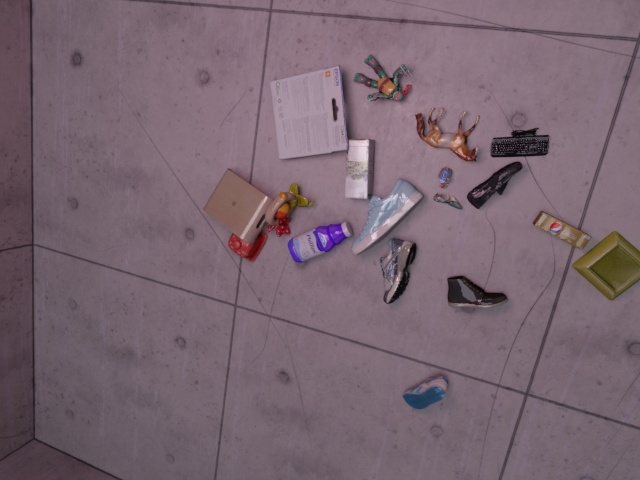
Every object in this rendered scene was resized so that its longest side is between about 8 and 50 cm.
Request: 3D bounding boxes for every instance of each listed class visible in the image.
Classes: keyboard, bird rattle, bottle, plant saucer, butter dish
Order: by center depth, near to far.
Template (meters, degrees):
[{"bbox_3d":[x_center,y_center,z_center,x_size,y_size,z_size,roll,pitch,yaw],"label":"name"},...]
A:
[{"bbox_3d":[1.045,0.096,1.509,0.188,0.045,0.188,44,111,6],"label":"plant saucer"},{"bbox_3d":[0.719,-0.353,1.538,0.192,0.038,0.100,0,100,18],"label":"keyboard"},{"bbox_3d":[-0.168,-0.130,1.809,0.253,0.207,0.143,-45,73,14],"label":"bird rattle"},{"bbox_3d":[0.000,0.000,1.827,0.283,0.092,0.118,-22,92,22],"label":"bottle"},{"bbox_3d":[-0.356,0.008,1.940,0.160,0.118,0.159,36,110,9],"label":"butter dish"}]

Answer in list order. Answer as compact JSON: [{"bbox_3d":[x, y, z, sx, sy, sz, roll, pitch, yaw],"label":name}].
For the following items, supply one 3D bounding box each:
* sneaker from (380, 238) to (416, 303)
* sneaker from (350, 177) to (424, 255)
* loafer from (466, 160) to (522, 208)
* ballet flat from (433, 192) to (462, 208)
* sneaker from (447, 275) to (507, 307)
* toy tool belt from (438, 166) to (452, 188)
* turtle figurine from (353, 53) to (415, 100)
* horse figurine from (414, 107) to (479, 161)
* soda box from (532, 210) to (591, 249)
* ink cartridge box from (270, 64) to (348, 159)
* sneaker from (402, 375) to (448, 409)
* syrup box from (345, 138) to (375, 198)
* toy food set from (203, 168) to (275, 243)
[{"bbox_3d":[0.302,0.123,1.758,0.122,0.110,0.282,24,106,32],"label":"sneaker"},{"bbox_3d":[0.237,-0.099,1.717,0.366,0.135,0.150,-44,77,12],"label":"sneaker"},{"bbox_3d":[0.651,-0.204,1.575,0.223,0.076,0.078,-40,91,26],"label":"loafer"},{"bbox_3d":[0.499,-0.157,1.654,0.115,0.041,0.041,21,107,13],"label":"ballet flat"},{"bbox_3d":[0.607,0.196,1.661,0.222,0.083,0.118,-5,98,21],"label":"sneaker"},{"bbox_3d":[0.477,-0.240,1.637,0.052,0.051,0.083,20,107,15],"label":"toy tool belt"},{"bbox_3d":[0.243,-0.592,1.615,0.175,0.118,0.234,-47,68,6],"label":"turtle figurine"},{"bbox_3d":[0.475,-0.403,1.599,0.264,0.066,0.174,15,99,13],"label":"horse figurine"},{"bbox_3d":[0.868,-0.038,1.535,0.181,0.061,0.058,31,109,11],"label":"soda box"},{"bbox_3d":[-0.039,-0.509,1.734,0.330,0.071,0.323,-1,99,27],"label":"ink cartridge box"},{"bbox_3d":[0.449,0.645,1.807,0.087,0.092,0.229,53,131,1],"label":"sneaker"},{"bbox_3d":[0.159,-0.287,1.714,0.093,0.096,0.236,5,103,20],"label":"syrup box"},{"bbox_3d":[-0.362,-0.158,1.902,0.306,0.092,0.219,35,96,20],"label":"toy food set"}]
